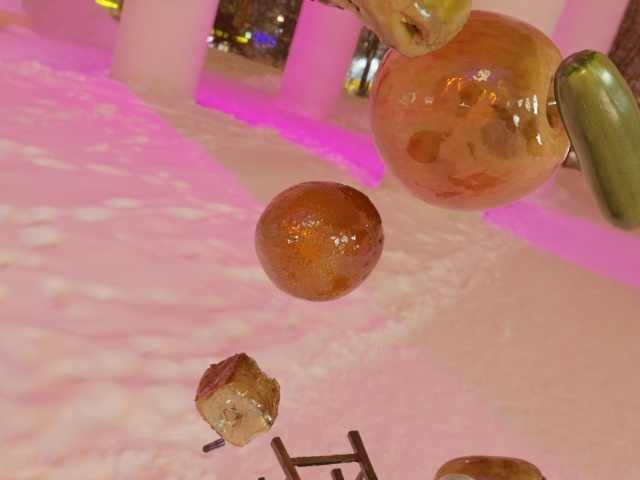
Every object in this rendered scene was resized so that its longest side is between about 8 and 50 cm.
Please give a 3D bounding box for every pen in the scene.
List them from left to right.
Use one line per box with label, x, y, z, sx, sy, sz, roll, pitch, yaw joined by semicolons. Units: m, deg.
pen;-0.225;0.505;1.647;0.025;0.025;0.204;28;16;30

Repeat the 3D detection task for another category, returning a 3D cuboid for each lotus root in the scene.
lotus root;0.248;0.403;1.013;0.221;0.125;0.118;-9;-19;8

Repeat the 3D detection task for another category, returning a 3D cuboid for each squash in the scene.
squash;0.339;-0.114;0.755;0.292;0.082;0.082;48;-5;-40

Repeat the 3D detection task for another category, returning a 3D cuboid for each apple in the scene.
apple;0.275;-0.234;1.160;0.364;0.363;0.364;16;18;-5

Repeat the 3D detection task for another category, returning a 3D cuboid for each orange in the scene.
orange;0.000;0.000;1.006;0.206;0.206;0.206;16;18;-5

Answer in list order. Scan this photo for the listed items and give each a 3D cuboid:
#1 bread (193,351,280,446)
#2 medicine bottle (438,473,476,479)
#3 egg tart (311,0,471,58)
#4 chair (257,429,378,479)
bread;-0.095;0.179;0.717;0.083;0.077;0.070;50;22;-15
medicine bottle;0.148;0.372;0.732;0.083;0.121;0.229;1;28;19
egg tart;0.037;-0.295;0.550;0.123;0.293;0.294;-4;4;33
chair;0.031;0.671;1.488;0.241;0.203;0.416;4;34;-25
